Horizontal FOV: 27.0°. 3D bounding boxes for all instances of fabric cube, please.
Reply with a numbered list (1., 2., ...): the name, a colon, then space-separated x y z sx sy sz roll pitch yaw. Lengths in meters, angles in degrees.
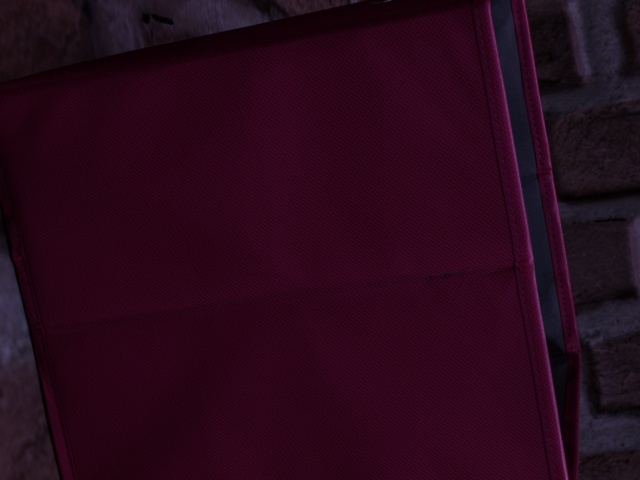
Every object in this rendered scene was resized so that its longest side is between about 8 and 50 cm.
1. fabric cube: 0.000 0.000 0.752 0.254 0.258 0.259 -46 127 -72
